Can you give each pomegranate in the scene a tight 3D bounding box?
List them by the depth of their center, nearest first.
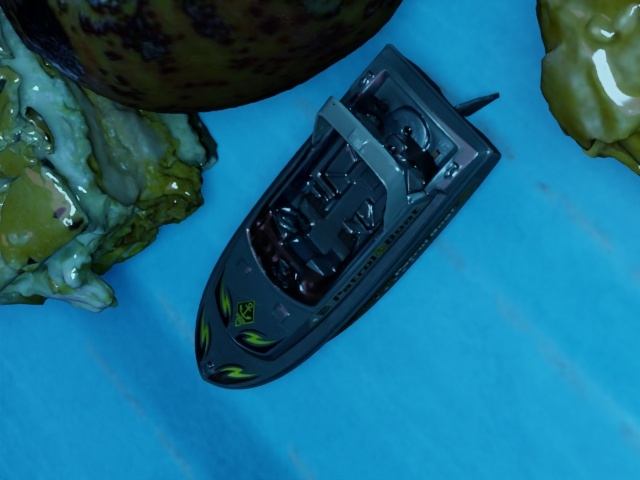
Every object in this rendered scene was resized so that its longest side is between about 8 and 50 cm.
[{"bbox_3d":[-0.086,-0.210,0.597,0.285,0.341,0.284,-2,86,25],"label":"pomegranate"}]

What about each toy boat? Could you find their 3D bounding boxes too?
[{"bbox_3d":[0.000,0.000,0.688,0.093,0.103,0.246,50,116,20],"label":"toy boat"}]

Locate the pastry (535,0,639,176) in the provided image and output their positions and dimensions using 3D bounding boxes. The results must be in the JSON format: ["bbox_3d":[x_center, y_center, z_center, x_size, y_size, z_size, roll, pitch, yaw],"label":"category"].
[{"bbox_3d":[0.233,-0.150,0.513,0.255,0.162,0.310,26,116,13],"label":"pastry"}]

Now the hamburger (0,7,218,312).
[{"bbox_3d":[-0.200,-0.075,0.765,0.192,0.168,0.288,-34,74,24],"label":"hamburger"}]
